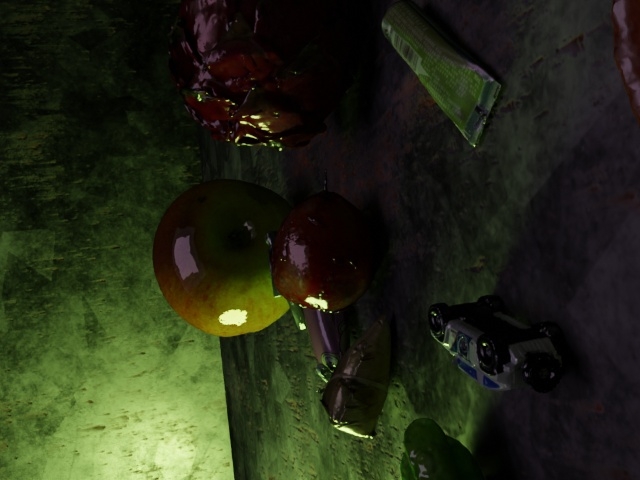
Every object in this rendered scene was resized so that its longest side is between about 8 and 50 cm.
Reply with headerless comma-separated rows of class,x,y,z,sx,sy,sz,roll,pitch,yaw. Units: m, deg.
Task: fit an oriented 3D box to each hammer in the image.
hammer,-0.058,0.099,1.272,0.287,0.033,0.111,73,-173,-58

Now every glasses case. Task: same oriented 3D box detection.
glasses case,0.001,0.091,1.252,0.123,0.076,0.316,121,140,-69

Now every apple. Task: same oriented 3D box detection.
apple,-0.187,0.034,1.410,0.339,0.340,0.339,175,90,-72

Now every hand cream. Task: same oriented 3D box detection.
hand cream,0.142,-0.218,0.801,0.086,0.055,0.235,101,149,-46

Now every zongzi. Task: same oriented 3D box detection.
zongzi,0.066,0.215,1.098,0.194,0.099,0.197,137,150,-80

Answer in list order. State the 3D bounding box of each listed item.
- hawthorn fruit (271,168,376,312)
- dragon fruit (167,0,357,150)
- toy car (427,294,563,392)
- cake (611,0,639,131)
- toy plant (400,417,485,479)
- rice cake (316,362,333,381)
hawthorn fruit,0.000,0.000,1.071,0.181,0.181,0.235,-132,34,-62
dragon fruit,-0.095,-0.301,1.078,0.329,0.329,0.329,175,90,-72
toy car,0.185,0.111,0.695,0.171,0.080,0.070,-148,54,-67
cake,0.256,-0.077,0.316,0.177,0.151,0.282,132,126,-61
toy plant,0.155,0.337,0.732,0.316,0.185,0.224,-117,8,-71
rice cake,0.030,0.266,1.203,0.121,0.021,0.022,53,167,-29
